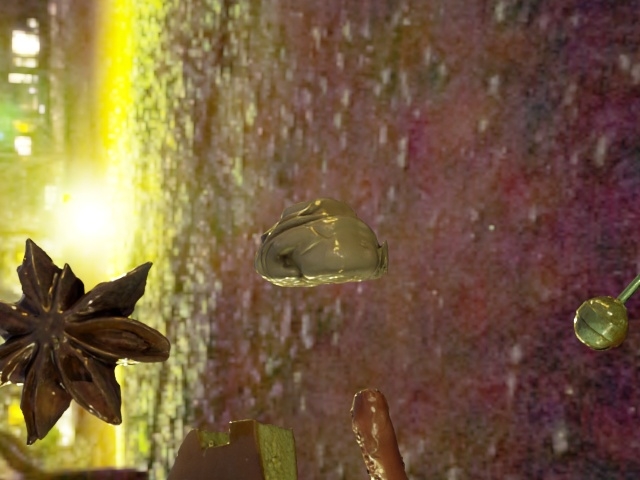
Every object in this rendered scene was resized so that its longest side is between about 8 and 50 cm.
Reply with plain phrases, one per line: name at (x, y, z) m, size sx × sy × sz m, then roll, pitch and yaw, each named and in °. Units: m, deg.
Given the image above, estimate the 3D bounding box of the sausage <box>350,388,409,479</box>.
sausage at (0.104, 0.370, 1.706) m, size 0.078 × 0.078 × 0.304 m, roll -111°, pitch 6°, yaw -52°

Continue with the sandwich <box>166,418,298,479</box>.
sandwich at (-0.154, 0.357, 1.564) m, size 0.236 × 0.122 × 0.128 m, roll -16°, pitch 72°, yaw 28°

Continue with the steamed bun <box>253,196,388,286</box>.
steamed bun at (0.002, 0.000, 1.642) m, size 0.218 × 0.211 × 0.144 m, roll 15°, pitch -108°, yaw -72°

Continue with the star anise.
star anise at (-0.365, 0.127, 1.442) m, size 0.108 × 0.315 × 0.315 m, roll 56°, pitch -153°, yaw -68°

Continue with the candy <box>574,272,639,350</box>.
candy at (0.353, 0.037, 1.091) m, size 0.202 × 0.061 × 0.061 m, roll -50°, pitch 27°, yaw 9°
